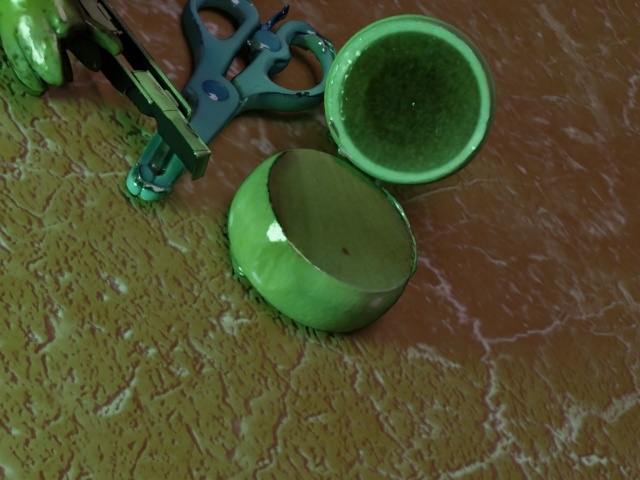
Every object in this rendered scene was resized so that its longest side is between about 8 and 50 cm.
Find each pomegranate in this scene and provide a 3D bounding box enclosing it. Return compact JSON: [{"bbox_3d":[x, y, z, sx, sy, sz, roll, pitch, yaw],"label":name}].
[{"bbox_3d":[-0.300,-0.295,1.833,0.242,0.242,0.306,-55,135,-52],"label":"pomegranate"}]

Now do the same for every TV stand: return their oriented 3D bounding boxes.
[{"bbox_3d":[-0.175,-0.153,1.871,0.042,0.036,0.249,-12,50,-37],"label":"TV stand"}]

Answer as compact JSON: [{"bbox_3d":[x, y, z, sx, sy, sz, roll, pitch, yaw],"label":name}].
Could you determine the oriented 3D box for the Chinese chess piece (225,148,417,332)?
[{"bbox_3d":[0.000,0.000,1.866,0.188,0.083,0.188,26,38,-22],"label":"Chinese chess piece"}]

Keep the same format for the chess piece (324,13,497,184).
[{"bbox_3d":[0.099,-0.152,2.023,0.176,0.176,0.298,40,9,1],"label":"chess piece"}]

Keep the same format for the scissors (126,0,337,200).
[{"bbox_3d":[-0.102,-0.143,1.959,0.180,0.032,0.393,30,38,1],"label":"scissors"}]
